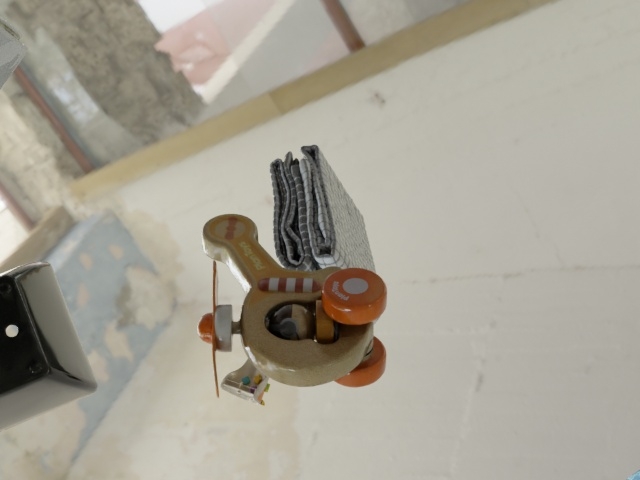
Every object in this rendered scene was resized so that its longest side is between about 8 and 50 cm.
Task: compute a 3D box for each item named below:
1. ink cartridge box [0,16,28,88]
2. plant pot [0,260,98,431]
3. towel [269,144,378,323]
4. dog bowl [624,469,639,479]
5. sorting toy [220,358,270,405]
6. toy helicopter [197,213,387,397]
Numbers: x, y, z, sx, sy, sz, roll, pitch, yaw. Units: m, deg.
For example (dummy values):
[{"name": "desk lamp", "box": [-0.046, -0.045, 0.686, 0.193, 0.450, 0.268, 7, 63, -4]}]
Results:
[{"name": "ink cartridge box", "box": [-0.471, -0.093, 0.781, 0.279, 0.160, 0.384, 32, -95, 25]}, {"name": "plant pot", "box": [-0.397, 0.129, 1.173, 0.187, 0.188, 0.167, -22, 173, -11]}, {"name": "towel", "box": [0.000, 0.000, 1.709, 0.121, 0.235, 0.283, -22, -132, 12]}, {"name": "dog bowl", "box": [0.460, 0.229, 1.021, 0.297, 0.166, 0.074, -19, -117, -14]}, {"name": "sorting toy", "box": [-0.099, 0.207, 1.472, 0.083, 0.045, 0.075, 9, -112, 47]}, {"name": "toy helicopter", "box": [-0.080, 0.075, 1.296, 0.235, 0.140, 0.355, -20, -139, -22]}]
